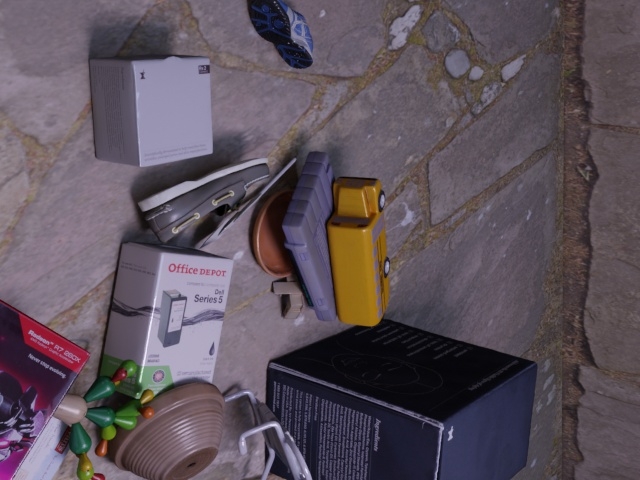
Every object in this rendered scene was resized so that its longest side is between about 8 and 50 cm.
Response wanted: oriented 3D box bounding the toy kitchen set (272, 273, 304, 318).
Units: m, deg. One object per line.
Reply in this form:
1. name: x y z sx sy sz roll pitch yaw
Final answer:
1. toy kitchen set: -0.083 0.130 1.979 0.068 0.075 0.083 1 61 -18

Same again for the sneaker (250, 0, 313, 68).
1. sneaker: -0.080 -0.455 1.797 0.211 0.080 0.081 51 41 -50

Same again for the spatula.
1. spatula: -0.146 -0.078 1.748 0.019 0.168 0.242 44 45 -5

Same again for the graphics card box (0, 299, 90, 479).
1. graphics card box: -0.536 0.267 1.255 0.233 0.094 0.371 34 68 -12

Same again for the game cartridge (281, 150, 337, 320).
1. game cartridge: 0.000 0.000 1.948 0.355 0.068 0.230 71 34 -48

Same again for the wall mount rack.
1. wall mount rack: -0.118 0.490 1.814 0.130 0.350 0.304 -21 106 -16

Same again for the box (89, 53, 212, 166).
1. box: -0.296 -0.235 1.513 0.181 0.119 0.181 -18 113 -49

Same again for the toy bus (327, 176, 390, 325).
1. toy bus: 0.087 0.024 1.956 0.130 0.108 0.332 -56 145 -52

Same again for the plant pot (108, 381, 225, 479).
1. plant pot: -0.272 0.386 1.625 0.237 0.109 0.237 -28 152 -17

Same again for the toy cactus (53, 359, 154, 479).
1. toy cactus: -0.386 0.303 1.451 0.180 0.112 0.219 28 88 -40

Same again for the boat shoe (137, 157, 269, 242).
1. boat shoe: -0.211 -0.086 1.662 0.305 0.109 0.091 -27 98 -40

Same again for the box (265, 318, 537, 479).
1. box: 0.198 0.422 2.054 0.480 0.472 0.297 -14 110 -50

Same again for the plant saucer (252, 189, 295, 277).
1. plant saucer: -0.088 -0.017 1.920 0.200 0.037 0.200 -17 112 -50

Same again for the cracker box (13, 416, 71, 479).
1. cracker box: -0.526 0.330 1.399 0.155 0.067 0.232 -62 140 -22

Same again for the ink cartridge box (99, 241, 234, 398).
1. ink cartridge box: -0.291 0.150 1.625 0.198 0.115 0.272 8 93 -53
